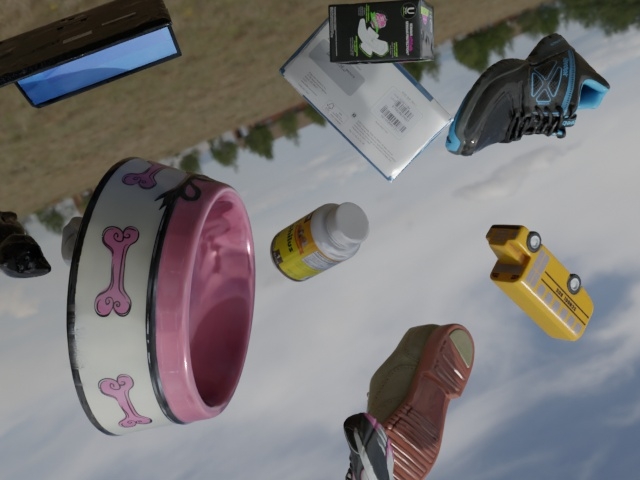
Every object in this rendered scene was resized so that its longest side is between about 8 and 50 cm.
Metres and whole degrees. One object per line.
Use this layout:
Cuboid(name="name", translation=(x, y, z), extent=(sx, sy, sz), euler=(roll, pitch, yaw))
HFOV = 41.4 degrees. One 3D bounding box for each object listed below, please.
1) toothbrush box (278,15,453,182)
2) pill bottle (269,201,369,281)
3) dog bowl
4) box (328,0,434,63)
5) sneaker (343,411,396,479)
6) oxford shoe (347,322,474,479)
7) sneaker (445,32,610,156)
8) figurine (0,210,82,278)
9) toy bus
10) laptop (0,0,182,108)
Cuboid(name="toothbrush box", translation=(0.062, -0.219, 1.250), extent=(0.126, 0.216, 0.295), euler=(-45, -173, 8))
Cuboid(name="pill bottle", translation=(0.000, 0.000, 1.678), extent=(0.117, 0.117, 0.215), euler=(-30, -179, -42))
Cuboid(name="dog bowl", translation=(-0.208, 0.084, 1.236), extent=(0.150, 0.408, 0.408), euler=(2, -167, 10))
Cuboid(name="box", translation=(0.055, -0.184, 0.754), extent=(0.083, 0.052, 0.062), euler=(2, -170, 18))
Cuboid(name="sneaker", translation=(0.058, 0.317, 1.118), extent=(0.077, 0.178, 0.072), euler=(-15, -171, 26))
Cuboid(name="oxford shoe", translation=(0.142, 0.324, 1.552), extent=(0.146, 0.140, 0.397), euler=(0, -133, 50))
Cuboid(name="sneaker", translation=(0.333, -0.218, 1.340), extent=(0.341, 0.139, 0.125), euler=(-36, 159, -31))
Cuboid(name="figurine", translation=(-0.384, 0.020, 1.247), extent=(0.215, 0.092, 0.209), euler=(4, -172, -30))
Cuboid(name="toy bus", translation=(0.516, 0.097, 2.023), extent=(0.108, 0.332, 0.130), euler=(7, -119, 57))
Cuboid(name="laptop", translation=(-0.295, -0.223, 1.099), extent=(0.234, 0.136, 0.264), euler=(-22, -147, -5))
